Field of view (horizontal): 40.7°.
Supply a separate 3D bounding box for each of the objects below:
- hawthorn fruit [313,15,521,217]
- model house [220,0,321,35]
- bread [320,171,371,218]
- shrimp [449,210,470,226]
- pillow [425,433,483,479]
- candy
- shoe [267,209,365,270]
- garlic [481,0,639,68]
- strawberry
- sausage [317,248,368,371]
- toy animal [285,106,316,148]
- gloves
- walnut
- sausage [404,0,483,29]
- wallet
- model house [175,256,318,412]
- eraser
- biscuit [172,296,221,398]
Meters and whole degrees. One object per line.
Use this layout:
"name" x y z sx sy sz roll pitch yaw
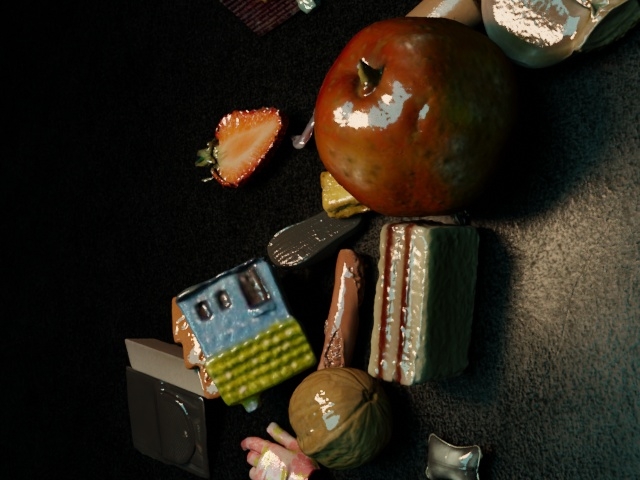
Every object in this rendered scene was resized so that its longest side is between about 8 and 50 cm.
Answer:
"hawthorn fruit" 0.172 -0.250 1.635 0.403 0.403 0.402 -7 79 40
"model house" -0.142 -0.639 2.136 0.280 0.230 0.248 -25 92 38
"bread" 0.100 -0.121 1.892 0.211 0.083 0.114 -14 69 25
"shrimp" 0.307 -0.125 1.770 0.148 0.035 0.195 -26 66 33
"pillow" 0.263 0.440 1.706 0.136 0.055 0.091 5 119 44
"candy" 0.208 0.119 1.709 0.135 0.179 0.320 8 93 43
"shoe" 0.000 0.000 1.987 0.241 0.093 0.108 -29 60 8
"garlic" 0.438 -0.462 1.637 0.279 0.132 0.325 -51 57 22
"strawberry" -0.179 -0.233 2.162 0.286 0.106 0.188 -24 72 30
"sausage" 0.048 0.182 1.915 0.087 0.079 0.326 -174 94 -71
"toy animal" 0.030 -0.293 1.995 0.324 0.090 0.195 -48 32 32
"gloves" -0.107 0.513 1.980 0.241 0.126 0.145 17 100 33
"walnut" 0.039 0.374 1.814 0.228 0.228 0.228 -7 79 40
"sausage" 0.242 -0.449 1.810 0.253 0.123 0.123 -38 61 32
"wallet" -0.401 0.478 2.254 0.323 0.041 0.247 12 109 42
"model house" -0.159 0.218 1.951 0.237 0.215 0.303 -26 85 -2
"eraser" -0.365 0.327 2.232 0.352 0.111 0.077 11 93 41
"biscuit" -0.249 0.223 2.097 0.306 0.043 0.284 31 83 22
